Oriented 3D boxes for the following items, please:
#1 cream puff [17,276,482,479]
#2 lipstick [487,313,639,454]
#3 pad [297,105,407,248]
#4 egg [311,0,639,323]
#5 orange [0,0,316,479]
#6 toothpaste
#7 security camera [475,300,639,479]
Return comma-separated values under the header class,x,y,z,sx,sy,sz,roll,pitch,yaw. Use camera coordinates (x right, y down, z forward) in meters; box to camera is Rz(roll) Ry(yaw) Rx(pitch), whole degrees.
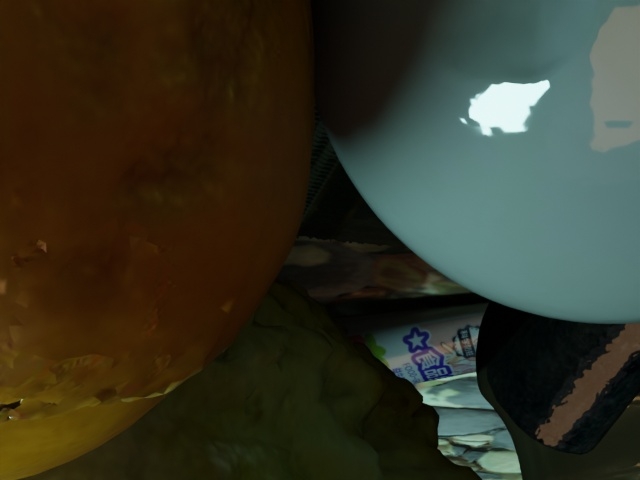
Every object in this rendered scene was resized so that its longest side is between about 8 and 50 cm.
class,x,y,z,sx,sy,sz,roll,pitch,yaw
cream puff,-0.089,0.108,0.731,0.343,0.231,0.327,-3,158,-12
lipstick,0.143,-0.019,0.685,0.053,0.053,0.234,15,126,-28
pad,0.003,-0.024,0.736,0.250,0.055,0.323,7,-179,-9
egg,0.082,-0.070,0.506,0.176,0.176,0.232,3,166,-2
orange,-0.117,-0.047,0.474,0.240,0.240,0.240,2,157,1
toothpaste,0.065,0.053,0.985,0.195,0.042,0.067,-9,154,11
security camera,0.183,0.142,0.833,0.197,0.277,0.191,-11,166,6
